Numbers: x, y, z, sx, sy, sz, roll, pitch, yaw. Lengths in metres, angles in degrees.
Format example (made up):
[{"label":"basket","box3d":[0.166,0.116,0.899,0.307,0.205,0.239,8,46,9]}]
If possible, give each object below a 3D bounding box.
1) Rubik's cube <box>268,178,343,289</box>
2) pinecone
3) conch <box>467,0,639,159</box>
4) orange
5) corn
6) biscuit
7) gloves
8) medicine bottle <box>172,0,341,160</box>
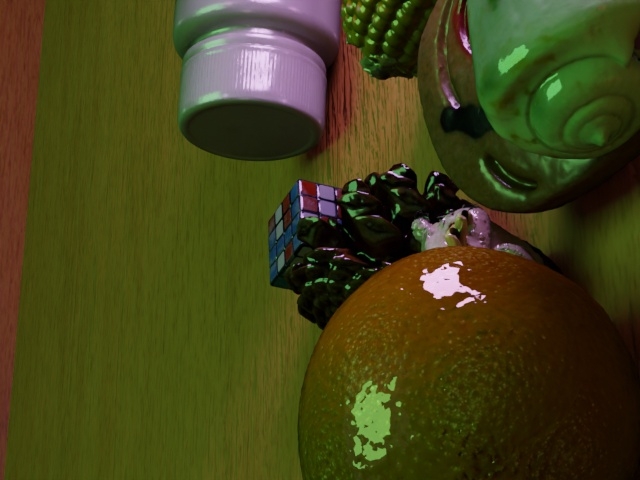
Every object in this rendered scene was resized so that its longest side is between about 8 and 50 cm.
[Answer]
[{"label":"Rubik's cube","box3d":[0.000,0.000,1.941,0.092,0.092,0.092,129,147,-48]},{"label":"pinecone","box3d":[0.073,0.018,1.626,0.207,0.207,0.208,-168,90,-69]},{"label":"conch","box3d":[0.188,-0.180,1.342,0.143,0.137,0.251,125,149,-59]},{"label":"orange","box3d":[0.114,0.140,1.336,0.274,0.274,0.274,-168,90,-69]},{"label":"corn","box3d":[0.139,-0.336,1.718,0.387,0.144,0.144,-64,25,26]},{"label":"biscuit","box3d":[0.205,-0.202,1.451,0.367,0.063,0.314,-45,51,38]},{"label":"gloves","box3d":[0.144,0.027,1.493,0.094,0.144,0.110,-54,27,21]},{"label":"medicine bottle","box3d":[-0.077,-0.286,2.130,0.208,0.208,0.340,142,136,-58]}]
